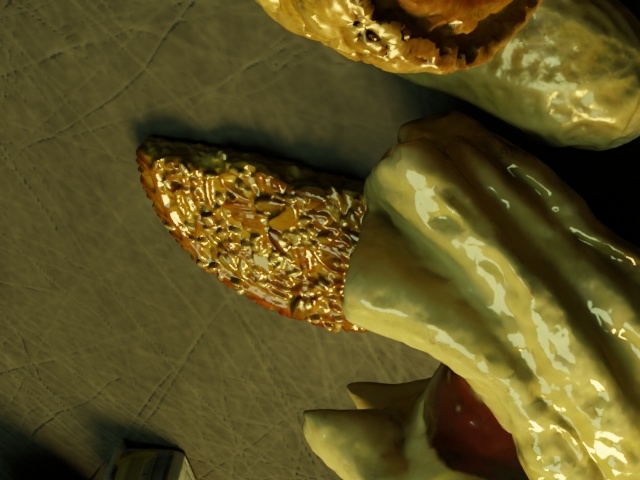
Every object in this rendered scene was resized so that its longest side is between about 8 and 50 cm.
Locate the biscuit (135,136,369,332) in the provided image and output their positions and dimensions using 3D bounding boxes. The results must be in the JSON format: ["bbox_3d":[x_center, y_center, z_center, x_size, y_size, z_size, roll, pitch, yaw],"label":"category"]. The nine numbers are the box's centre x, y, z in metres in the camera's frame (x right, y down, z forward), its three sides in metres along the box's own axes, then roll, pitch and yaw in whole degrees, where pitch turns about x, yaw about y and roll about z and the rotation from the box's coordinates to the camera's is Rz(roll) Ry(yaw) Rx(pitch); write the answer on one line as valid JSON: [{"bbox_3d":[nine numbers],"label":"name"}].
[{"bbox_3d":[-0.006,0.006,0.897,0.206,0.025,0.126,14,138,17],"label":"biscuit"}]

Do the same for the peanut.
[{"bbox_3d":[0.074,-0.099,0.706,0.174,0.080,0.080,25,140,7],"label":"peanut"}]

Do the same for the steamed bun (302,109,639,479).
[{"bbox_3d":[0.144,0.124,0.802,0.428,0.189,0.247,40,-178,-12],"label":"steamed bun"}]

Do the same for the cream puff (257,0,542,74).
[{"bbox_3d":[0.007,-0.171,0.623,0.169,0.183,0.183,26,146,39],"label":"cream puff"}]

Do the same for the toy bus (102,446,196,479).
[{"bbox_3d":[-0.108,0.230,1.166,0.075,0.064,0.190,-5,131,17],"label":"toy bus"}]
